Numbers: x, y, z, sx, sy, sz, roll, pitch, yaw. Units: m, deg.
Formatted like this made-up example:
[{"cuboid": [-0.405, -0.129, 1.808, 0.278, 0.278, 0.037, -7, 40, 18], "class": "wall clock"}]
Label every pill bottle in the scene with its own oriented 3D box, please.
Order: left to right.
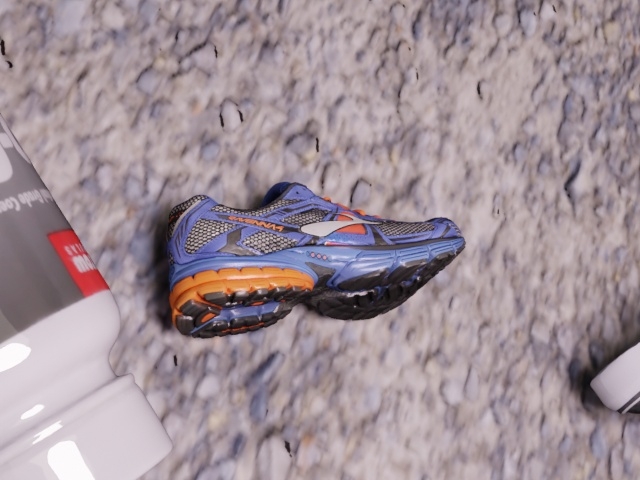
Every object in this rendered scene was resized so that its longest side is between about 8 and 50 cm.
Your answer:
[{"cuboid": [-0.203, 0.021, 0.763, 0.161, 0.161, 0.283, -32, 89, -37], "class": "pill bottle"}]

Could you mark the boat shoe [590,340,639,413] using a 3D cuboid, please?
[{"cuboid": [0.324, 0.092, 1.093, 0.306, 0.113, 0.105, -9, 61, -43], "class": "boat shoe"}]

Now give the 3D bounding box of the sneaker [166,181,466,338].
[{"cuboid": [0.000, 0.000, 0.952, 0.221, 0.083, 0.087, -4, 65, -36], "class": "sneaker"}]
